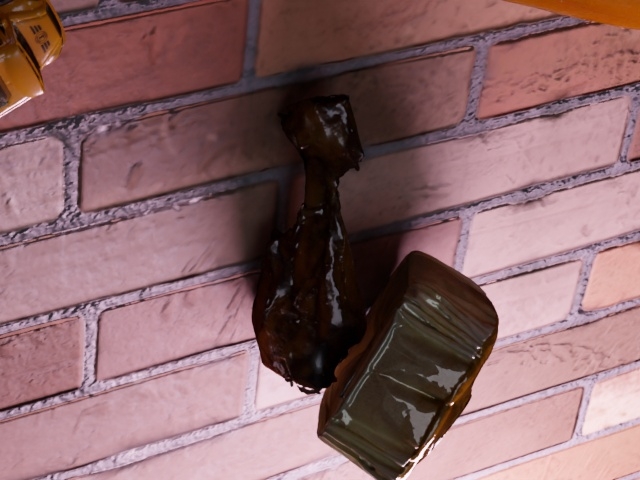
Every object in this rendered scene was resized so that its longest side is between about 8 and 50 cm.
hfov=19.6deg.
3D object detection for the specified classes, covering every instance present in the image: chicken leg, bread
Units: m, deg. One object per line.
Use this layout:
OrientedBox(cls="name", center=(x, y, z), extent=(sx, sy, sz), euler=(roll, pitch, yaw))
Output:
OrientedBox(cls="chicken leg", center=(0.000, 0.000, 1.644), extent=(0.093, 0.113, 0.304), euler=(-31, 140, -43))
OrientedBox(cls="bread", center=(0.083, 0.120, 1.725), extent=(0.110, 0.210, 0.192), euler=(32, 96, -3))

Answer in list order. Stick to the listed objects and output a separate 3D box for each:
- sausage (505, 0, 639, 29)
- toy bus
OrientedBox(cls="sausage", center=(0.234, -0.244, 1.605), extent=(0.274, 0.105, 0.105), euler=(6, 122, -39))
OrientedBox(cls="toy bus", center=(-0.260, -0.122, 1.366), extent=(0.162, 0.074, 0.069), euler=(-33, 137, -7))
